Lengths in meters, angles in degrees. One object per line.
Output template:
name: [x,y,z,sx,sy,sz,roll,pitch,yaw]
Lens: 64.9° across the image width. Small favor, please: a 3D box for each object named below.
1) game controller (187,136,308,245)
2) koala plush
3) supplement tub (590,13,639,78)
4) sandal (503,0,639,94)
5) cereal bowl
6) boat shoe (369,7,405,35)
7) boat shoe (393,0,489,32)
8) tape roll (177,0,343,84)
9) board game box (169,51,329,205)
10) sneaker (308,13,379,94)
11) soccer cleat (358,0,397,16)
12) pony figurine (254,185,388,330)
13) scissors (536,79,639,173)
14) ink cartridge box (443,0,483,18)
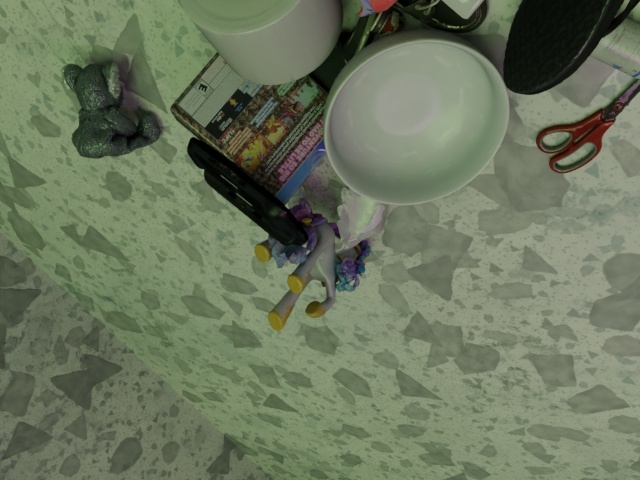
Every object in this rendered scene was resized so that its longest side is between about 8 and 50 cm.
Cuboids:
game controller: [-0.153,-0.103,1.037,0.319,0.067,0.166,37,162,30]
koala plush: [-0.550,-0.339,1.275,0.196,0.203,0.221,11,124,19]
supplement tub: [0.485,-0.312,0.805,0.107,0.071,0.071,27,139,3]
sandal: [0.412,-0.392,0.694,0.107,0.168,0.446,4,135,-20]
cereal bowl: [0.169,-0.238,0.960,0.338,0.141,0.339,-2,130,-3]
boat shoe: [0.121,-0.383,0.888,0.043,0.137,0.049,39,120,-3]
boat shoe: [0.131,-0.449,0.844,0.335,0.095,0.112,34,138,-6]
tape roll: [-0.096,-0.414,0.854,0.246,0.246,0.169,14,173,16]
board game box: [-0.120,-0.253,1.052,0.291,0.232,0.141,40,177,-12]
sneaker: [0.024,-0.377,0.984,0.118,0.083,0.222,32,140,-3]
soccer cleat: [0.038,-0.461,0.763,0.095,0.083,0.248,-13,128,42]
pony figurine: [0.000,0.000,1.226,0.302,0.363,0.351,9,120,33]
scissors: [0.530,-0.226,0.910,0.109,0.021,0.297,41,136,-10]
ink cartridge box: [0.227,-0.493,0.670,0.198,0.197,0.270,36,138,-9]
